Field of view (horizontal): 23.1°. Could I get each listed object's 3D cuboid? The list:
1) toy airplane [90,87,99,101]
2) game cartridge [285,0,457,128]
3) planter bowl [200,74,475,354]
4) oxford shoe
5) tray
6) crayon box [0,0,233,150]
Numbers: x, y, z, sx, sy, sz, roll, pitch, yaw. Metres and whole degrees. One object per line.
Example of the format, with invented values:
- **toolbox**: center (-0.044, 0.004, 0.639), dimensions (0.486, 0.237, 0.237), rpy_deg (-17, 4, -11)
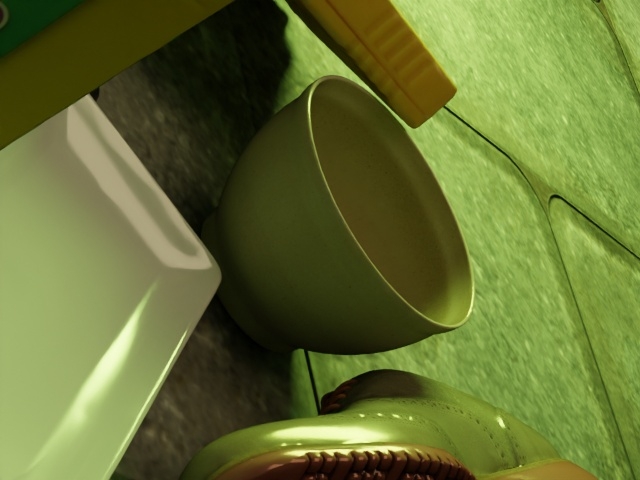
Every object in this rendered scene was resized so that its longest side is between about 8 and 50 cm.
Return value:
- **toy airplane**: center (-0.156, -0.123, 0.819), dimensions (0.151, 0.028, 0.151), rpy_deg (8, 81, -60)
- **game cartridge**: center (-0.061, -0.231, 1.000), dimensions (0.324, 0.052, 0.285), rpy_deg (50, 2, -25)
- **planter bowl**: center (0.000, 0.000, 0.909), dimensions (0.162, 0.109, 0.162), rpy_deg (45, 29, -33)
- **oxford shoe**: center (0.023, 0.133, 0.847), dimensions (0.130, 0.123, 0.348), rpy_deg (44, 14, 33)
- **tray**: center (-0.130, 0.027, 0.725), dimensions (0.145, 0.030, 0.270), rpy_deg (53, 25, -14)
- **crayon box**: center (-0.193, -0.155, 0.457), dimensions (0.363, 0.313, 0.106), rpy_deg (31, 37, -48)
